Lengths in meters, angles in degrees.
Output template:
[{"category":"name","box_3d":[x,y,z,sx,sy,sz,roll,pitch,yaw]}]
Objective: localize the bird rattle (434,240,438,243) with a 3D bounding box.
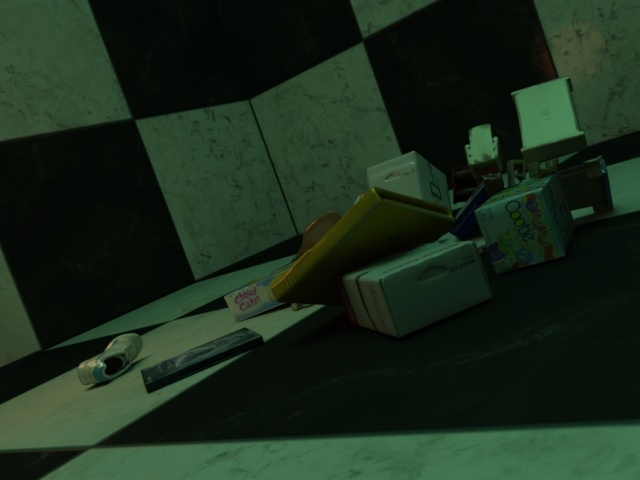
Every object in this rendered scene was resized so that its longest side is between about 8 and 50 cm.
[{"category":"bird rattle","box_3d":[0.268,-0.015,2.073,0.207,0.143,0.253,-36,-1,8]}]

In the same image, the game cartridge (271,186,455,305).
[{"category":"game cartridge","box_3d":[0.092,0.027,1.450,0.323,0.053,0.285,-43,-31,28]}]

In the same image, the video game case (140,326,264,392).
[{"category":"video game case","box_3d":[-0.279,0.272,1.600,0.274,0.026,0.196,-22,5,-17]}]

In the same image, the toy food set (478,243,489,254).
[{"category":"toy food set","box_3d":[0.386,0.029,1.657,0.122,0.019,0.078,-29,6,-10]}]

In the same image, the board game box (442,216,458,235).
[{"category":"board game box","box_3d":[0.214,0.002,1.706,0.208,0.056,0.347,-44,-16,17]}]

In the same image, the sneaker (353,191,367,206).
[{"category":"sneaker","box_3d":[0.164,-0.006,2.448,0.124,0.180,0.321,3,50,33]}]

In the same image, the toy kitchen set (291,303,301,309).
[{"category":"toy kitchen set","box_3d":[-0.036,0.157,1.854,0.075,0.068,0.083,10,-12,-30]}]

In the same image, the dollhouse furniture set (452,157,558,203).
[{"category":"dollhouse furniture set","box_3d":[0.734,-0.233,2.733,0.373,0.152,0.201,-3,-1,-16]}]

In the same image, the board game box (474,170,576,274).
[{"category":"board game box","box_3d":[0.443,-0.044,1.466,0.142,0.144,0.275,-18,4,27]}]

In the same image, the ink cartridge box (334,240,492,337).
[{"category":"ink cartridge box","box_3d":[0.166,0.086,1.307,0.196,0.114,0.273,-21,3,-15]}]

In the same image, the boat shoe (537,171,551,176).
[{"category":"boat shoe","box_3d":[0.584,-0.109,1.937,0.307,0.105,0.110,-27,-1,-45]}]

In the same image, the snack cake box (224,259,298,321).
[{"category":"snack cake box","box_3d":[-0.128,0.137,2.007,0.264,0.089,0.152,-24,5,26]}]

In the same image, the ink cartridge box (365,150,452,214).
[{"category":"ink cartridge box","box_3d":[0.319,-0.160,2.444,0.198,0.197,0.270,-18,-23,29]}]

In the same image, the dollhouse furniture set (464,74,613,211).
[{"category":"dollhouse furniture set","box_3d":[0.530,-0.192,1.670,0.286,0.303,0.198,-14,49,22]}]

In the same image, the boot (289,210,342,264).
[{"category":"boot","box_3d":[0.000,0.001,2.515,0.295,0.104,0.211,-52,-9,18]}]

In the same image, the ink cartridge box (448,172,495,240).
[{"category":"ink cartridge box","box_3d":[0.463,-0.100,2.049,0.176,0.069,0.371,-54,-9,19]}]

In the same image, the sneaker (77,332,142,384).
[{"category":"sneaker","box_3d":[-0.546,0.321,1.861,0.092,0.088,0.228,-10,15,25]}]
